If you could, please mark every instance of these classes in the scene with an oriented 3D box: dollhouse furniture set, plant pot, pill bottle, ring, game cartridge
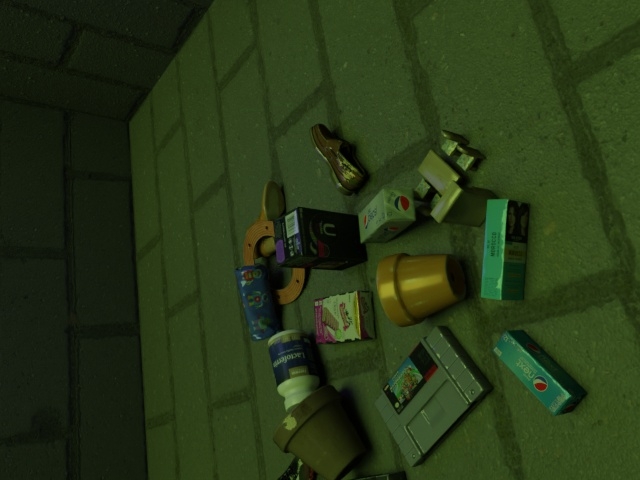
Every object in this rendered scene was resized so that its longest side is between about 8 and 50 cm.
[{"bbox_3d":[0.334,-0.154,1.523,0.212,0.161,0.242,-61,44,28],"label":"dollhouse furniture set"},{"bbox_3d":[0.286,0.120,1.544,0.188,0.205,0.205,-18,70,33],"label":"plant pot"},{"bbox_3d":[-0.088,0.461,1.987,0.153,0.153,0.264,-46,48,39],"label":"pill bottle"},{"bbox_3d":[-0.178,0.084,2.193,0.337,0.032,0.336,15,113,38],"label":"ring"},{"bbox_3d":[0.298,0.436,1.583,0.230,0.068,0.355,53,126,36],"label":"game cartridge"},{"bbox_3d":[0.018,0.631,1.794,0.229,0.263,0.263,43,120,26],"label":"plant pot"}]

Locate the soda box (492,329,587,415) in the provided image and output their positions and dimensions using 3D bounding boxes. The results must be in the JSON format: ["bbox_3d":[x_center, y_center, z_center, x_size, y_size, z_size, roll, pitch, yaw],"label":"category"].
[{"bbox_3d":[0.507,0.304,1.316,0.210,0.071,0.067,52,126,42],"label":"soda box"}]

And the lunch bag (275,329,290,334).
[{"bbox_3d":[-0.144,0.385,2.150,0.065,0.067,0.098,54,127,40],"label":"lunch bag"}]

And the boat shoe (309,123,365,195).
[{"bbox_3d":[0.067,-0.302,1.946,0.104,0.111,0.307,-46,62,34],"label":"boat shoe"}]

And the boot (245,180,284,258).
[{"bbox_3d":[-0.240,-0.079,2.304,0.211,0.104,0.295,-15,78,50],"label":"boot"}]

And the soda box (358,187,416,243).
[{"bbox_3d":[0.190,-0.068,1.661,0.286,0.091,0.098,127,141,-73],"label":"soda box"}]

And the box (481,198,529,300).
[{"bbox_3d":[0.457,0.024,1.393,0.060,0.101,0.244,3,88,51],"label":"box"}]

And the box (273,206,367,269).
[{"bbox_3d":[0.000,0.000,1.846,0.143,0.270,0.165,-25,66,48],"label":"box"}]

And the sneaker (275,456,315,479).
[{"bbox_3d":[-0.106,0.862,1.988,0.098,0.135,0.276,38,114,50],"label":"sneaker"}]

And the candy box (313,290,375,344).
[{"bbox_3d":[0.076,0.260,1.879,0.233,0.071,0.159,-20,70,49],"label":"candy box"}]

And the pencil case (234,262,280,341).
[{"bbox_3d":[-0.240,0.235,2.195,0.119,0.133,0.306,-161,59,-77],"label":"pencil case"}]

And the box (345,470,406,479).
[{"bbox_3d":[0.178,0.859,1.665,0.242,0.077,0.307,-34,60,45],"label":"box"}]
